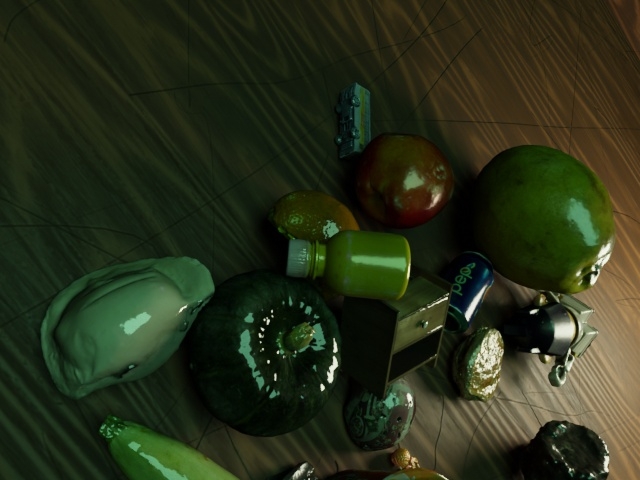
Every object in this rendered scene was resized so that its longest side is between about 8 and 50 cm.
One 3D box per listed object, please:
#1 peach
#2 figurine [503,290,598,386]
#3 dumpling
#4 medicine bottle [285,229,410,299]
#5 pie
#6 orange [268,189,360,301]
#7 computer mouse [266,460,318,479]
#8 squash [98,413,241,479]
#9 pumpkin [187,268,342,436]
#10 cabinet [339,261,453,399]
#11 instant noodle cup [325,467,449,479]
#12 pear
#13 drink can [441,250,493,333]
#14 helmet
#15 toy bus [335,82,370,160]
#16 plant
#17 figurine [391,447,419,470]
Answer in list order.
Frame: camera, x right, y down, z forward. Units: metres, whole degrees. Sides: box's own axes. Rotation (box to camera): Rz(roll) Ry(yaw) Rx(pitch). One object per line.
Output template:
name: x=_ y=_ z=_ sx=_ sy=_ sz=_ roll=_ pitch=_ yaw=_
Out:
peach: x=0.194 y=-0.145 z=1.227 sx=0.243 sy=0.199 sz=0.243 roll=9 pitch=70 yaw=-26
figurine: x=0.628 y=0.233 z=1.422 sx=0.308 sy=0.143 sz=0.308 roll=22 pitch=47 yaw=-26
dumpling: x=-0.326 y=0.123 z=0.870 sx=0.243 sy=0.175 sz=0.227 roll=-14 pitch=42 yaw=-46
medicine bottle: x=0.045 y=0.040 z=0.942 sx=0.212 sy=0.122 sz=0.122 roll=6 pitch=72 yaw=-6
pie: x=0.398 y=0.309 z=1.298 sx=0.193 sy=0.079 sz=0.163 roll=-40 pitch=108 yaw=-34
orange: x=0.006 y=0.000 z=1.087 sx=0.158 sy=0.179 sz=0.237 roll=-26 pitch=86 yaw=8
computer mouse: x=-0.055 y=0.476 z=0.990 sx=0.135 sy=0.047 sz=0.079 roll=-22 pitch=89 yaw=-36
squash: x=-0.219 y=0.415 z=0.869 sx=0.370 sy=0.118 sz=0.118 roll=41 pitch=59 yaw=-12
pumpkin: x=-0.091 y=0.200 z=0.949 sx=0.300 sy=0.207 sz=0.300 roll=13 pitch=68 yaw=-36
cabinet: x=0.151 y=0.176 z=1.072 sx=0.175 sy=0.148 sz=0.215 roll=-17 pitch=124 yaw=-38
instant noodle cup: x=0.111 y=0.561 z=0.965 sx=0.296 sy=0.214 sz=0.296 roll=9 pitch=71 yaw=-29
pear: x=0.549 y=-0.053 z=1.334 sx=0.352 sy=0.352 sz=0.413 roll=12 pitch=37 yaw=-28
drink can: x=0.347 y=0.126 z=1.293 sx=0.118 sy=0.118 sz=0.205 roll=46 pitch=58 yaw=-12
helmet: x=0.141 y=0.357 z=1.109 sx=0.153 sy=0.107 sz=0.177 roll=20 pitch=66 yaw=-28
toy bus: x=0.083 y=-0.289 z=1.286 sx=0.075 sy=0.064 sz=0.190 roll=14 pitch=69 yaw=-41
plant: x=0.590 y=0.563 z=1.270 sx=0.178 sy=0.204 sz=0.234 roll=-54 pitch=150 yaw=-47
figurine: x=0.194 y=0.503 z=1.138 sx=0.109 sy=0.047 sz=0.064 roll=64 pitch=27 yaw=-8
